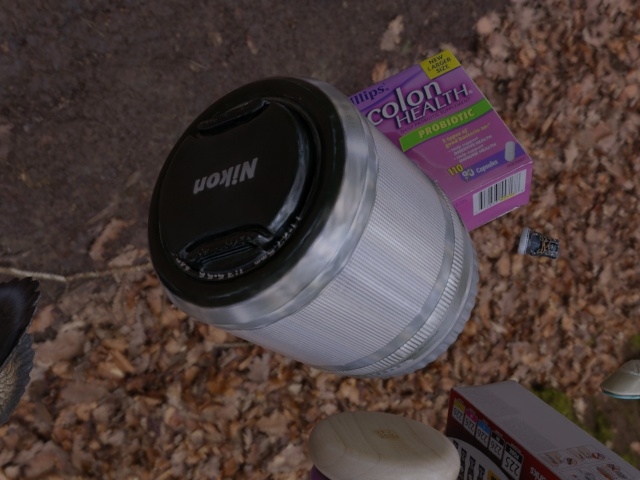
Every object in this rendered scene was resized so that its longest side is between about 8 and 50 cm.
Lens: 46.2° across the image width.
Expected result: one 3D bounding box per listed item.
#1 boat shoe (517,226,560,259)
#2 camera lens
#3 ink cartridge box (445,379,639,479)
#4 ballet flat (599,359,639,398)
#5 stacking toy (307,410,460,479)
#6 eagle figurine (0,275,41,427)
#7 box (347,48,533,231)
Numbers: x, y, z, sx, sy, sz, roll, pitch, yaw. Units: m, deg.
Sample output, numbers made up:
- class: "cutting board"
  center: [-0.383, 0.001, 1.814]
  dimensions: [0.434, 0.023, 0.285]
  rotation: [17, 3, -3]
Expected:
- class: "boat shoe"
  center: [0.522, 0.008, 1.786]
  dimensions: [0.183, 0.083, 0.065]
  rotation: [5, 96, -67]
- class: "camera lens"
  center: [0.000, 0.000, 0.684]
  dimensions: [0.219, 0.219, 0.274]
  rotation: [-50, 139, 5]
- class: "ink cartridge box"
  center: [0.313, 0.401, 1.121]
  dimensions: [0.130, 0.309, 0.271]
  rotation: [-3, 106, -22]
- class: "ballet flat"
  center: [0.659, 0.280, 1.534]
  dimensions: [0.249, 0.086, 0.086]
  rotation: [11, 117, -36]
- class: "stacking toy"
  center: [0.040, 0.340, 0.711]
  dimensions: [0.141, 0.141, 0.330]
  rotation: [-1, 101, -47]
- class: "eagle figurine"
  center: [-0.477, 0.186, 0.936]
  dimensions: [0.298, 0.226, 0.225]
  rotation: [-18, 112, -33]
- class: "box"
  center: [0.158, -0.128, 1.119]
  dimensions: [0.214, 0.243, 0.117]
  rotation: [-26, 150, -2]
